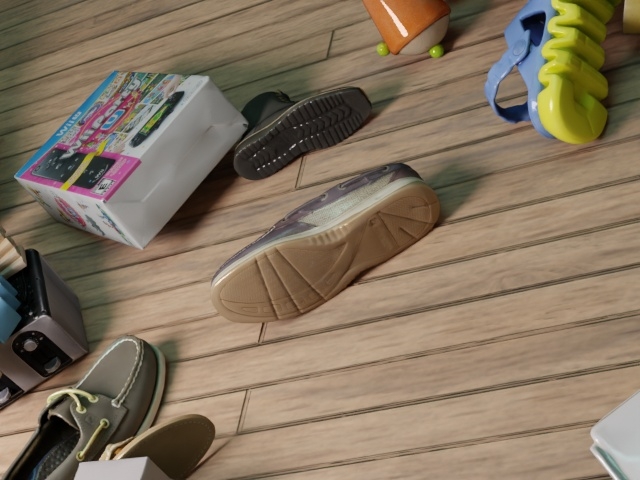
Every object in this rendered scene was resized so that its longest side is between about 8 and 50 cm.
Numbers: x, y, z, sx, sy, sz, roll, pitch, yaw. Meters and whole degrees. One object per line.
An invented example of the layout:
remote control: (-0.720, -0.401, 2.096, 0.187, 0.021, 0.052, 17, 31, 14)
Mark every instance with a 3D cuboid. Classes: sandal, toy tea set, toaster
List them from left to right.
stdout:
toaster: (-0.404, 0.115, 1.861, 0.168, 0.110, 0.186, -32, 38, 5)
sandal: (-0.228, 0.259, 1.596, 0.240, 0.088, 0.079, -45, 40, -1)
toy tea set: (0.183, -0.338, 1.805, 0.200, 0.124, 0.336, -37, 0, -21)
sandal: (0.269, -0.257, 1.680, 0.138, 0.126, 0.317, -7, 60, 47)

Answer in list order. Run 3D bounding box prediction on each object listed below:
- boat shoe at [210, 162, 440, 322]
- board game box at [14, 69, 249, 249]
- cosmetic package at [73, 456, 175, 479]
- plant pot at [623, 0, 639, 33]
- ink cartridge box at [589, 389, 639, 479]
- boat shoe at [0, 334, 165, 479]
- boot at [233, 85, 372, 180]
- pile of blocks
boat shoe: (0.000, 0.000, 1.679, 0.285, 0.103, 0.092, -30, 33, 4)
board game box: (-0.263, -0.119, 1.966, 0.224, 0.097, 0.303, -50, 29, -16)
cosmetic package: (-0.212, 0.350, 1.458, 0.107, 0.127, 0.238, -12, 43, 28)
plant pot: (0.405, -0.300, 1.658, 0.095, 0.134, 0.134, 8, 53, 14)
ink cartridge box: (0.443, 0.154, 1.087, 0.384, 0.160, 0.279, -37, 47, 1)
boat shoe: (-0.281, 0.227, 1.664, 0.109, 0.091, 0.305, 3, 53, 40)
boot: (-0.030, -0.176, 1.904, 0.198, 0.077, 0.137, -24, 35, 15)
pile of blocks: (-0.454, 0.044, 1.791, 0.149, 0.113, 0.362, -35, 38, 4)
